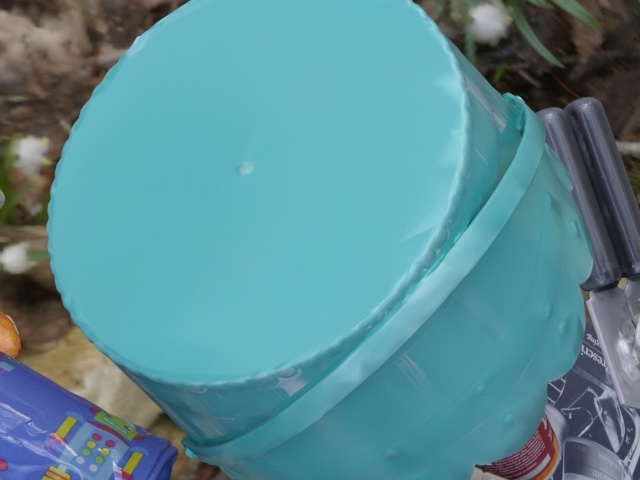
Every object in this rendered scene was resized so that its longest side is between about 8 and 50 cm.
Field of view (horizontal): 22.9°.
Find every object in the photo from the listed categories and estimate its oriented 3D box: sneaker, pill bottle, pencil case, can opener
[{"bbox_3d":[-0.452,0.091,2.027,0.175,0.067,0.064,45,93,12],"label":"sneaker"},{"bbox_3d":[0.154,0.155,1.406,0.086,0.152,0.086,-15,45,15],"label":"pill bottle"},{"bbox_3d":[-0.250,0.129,1.041,0.306,0.119,0.133,26,101,5],"label":"pencil case"},{"bbox_3d":[0.249,0.018,1.418,0.076,0.095,0.283,-18,87,-21],"label":"can opener"}]

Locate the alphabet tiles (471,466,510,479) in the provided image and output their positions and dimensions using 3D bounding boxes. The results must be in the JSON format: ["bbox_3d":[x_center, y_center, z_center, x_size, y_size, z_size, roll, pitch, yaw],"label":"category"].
[{"bbox_3d":[0.097,0.332,1.401,0.343,0.011,0.285,20,99,5],"label":"alphabet tiles"}]

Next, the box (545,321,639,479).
[{"bbox_3d":[0.236,0.256,1.770,0.179,0.343,0.312,-27,40,46],"label":"box"}]

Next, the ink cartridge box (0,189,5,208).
[{"bbox_3d":[-0.275,0.039,0.668,0.193,0.234,0.088,-14,120,41],"label":"ink cartridge box"}]

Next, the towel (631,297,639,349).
[{"bbox_3d":[0.339,0.063,0.919,0.282,0.049,0.187,-23,63,-4],"label":"towel"}]

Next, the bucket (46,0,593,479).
[{"bbox_3d":[0.000,0.000,0.867,0.281,0.183,0.281,-12,61,22],"label":"bucket"}]
